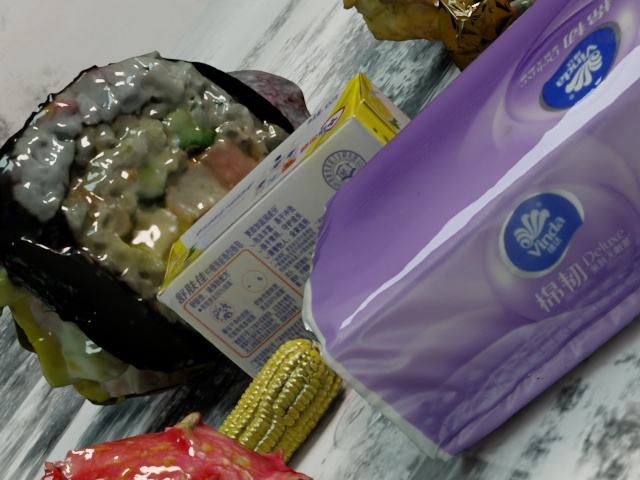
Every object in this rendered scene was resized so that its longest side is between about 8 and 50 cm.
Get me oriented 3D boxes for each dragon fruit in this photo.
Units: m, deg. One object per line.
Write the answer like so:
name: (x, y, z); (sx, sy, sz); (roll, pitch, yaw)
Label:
dragon fruit: (-0.104, 0.216, 0.926); (0.210, 0.268, 0.205); (106, -179, -46)

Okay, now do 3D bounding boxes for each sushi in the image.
sushi: (-0.195, -0.006, 1.483); (0.285, 0.328, 0.328); (-43, 17, 56)

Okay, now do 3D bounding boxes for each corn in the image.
corn: (-0.056, 0.173, 1.191); (0.203, 0.072, 0.072); (-53, 18, -9)

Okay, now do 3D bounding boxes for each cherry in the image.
cherry: (-0.095, -0.122, 1.706); (0.195, 0.195, 0.195); (-43, 19, 19)

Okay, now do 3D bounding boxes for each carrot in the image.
carrot: (0.149, -0.139, 1.144); (0.069, 0.228, 0.069); (-9, 63, 19)

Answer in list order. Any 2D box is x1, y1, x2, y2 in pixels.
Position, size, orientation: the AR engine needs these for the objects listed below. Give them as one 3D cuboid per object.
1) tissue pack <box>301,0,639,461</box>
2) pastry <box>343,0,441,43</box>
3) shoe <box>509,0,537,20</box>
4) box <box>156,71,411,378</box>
tissue pack: (0.151, -0.038, 0.984); (0.338, 0.160, 0.242); (-42, 19, 19)
pastry: (0.130, -0.424, 1.592); (0.337, 0.292, 0.405); (-43, 24, 16)
shoe: (0.215, -0.205, 1.266); (0.137, 0.114, 0.291); (-44, 15, -2)
box: (0.000, 0.000, 1.255); (0.265, 0.168, 0.097); (-43, 16, 24)
